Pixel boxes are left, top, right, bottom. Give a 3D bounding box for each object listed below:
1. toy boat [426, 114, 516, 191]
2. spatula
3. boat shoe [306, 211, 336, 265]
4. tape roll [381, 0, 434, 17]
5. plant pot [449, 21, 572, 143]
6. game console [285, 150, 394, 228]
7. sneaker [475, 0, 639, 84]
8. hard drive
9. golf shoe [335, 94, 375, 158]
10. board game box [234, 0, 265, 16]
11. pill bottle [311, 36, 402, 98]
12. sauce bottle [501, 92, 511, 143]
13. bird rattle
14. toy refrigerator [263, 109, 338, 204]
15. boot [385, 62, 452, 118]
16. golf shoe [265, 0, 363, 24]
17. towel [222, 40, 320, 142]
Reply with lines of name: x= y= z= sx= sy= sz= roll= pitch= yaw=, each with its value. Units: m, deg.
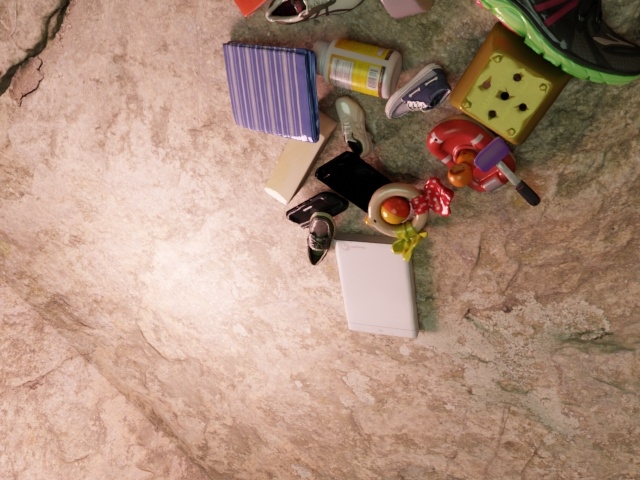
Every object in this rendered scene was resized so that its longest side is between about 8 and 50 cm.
toy boat: x=0.359 y=-0.194 z=1.585 sx=0.231 sy=0.151 sz=0.151 roll=41 pitch=145 yaw=-10
spatula: x=0.462 y=-0.153 z=1.552 sx=0.084 sy=0.030 sz=0.296 roll=-42 pitch=131 yaw=16
boat shoe: x=-0.001 y=0.000 z=1.932 sx=0.080 sy=0.073 sz=0.223 roll=12 pitch=147 yaw=3
tape roll: x=0.179 y=-0.594 z=1.370 sx=0.072 sy=0.219 sz=0.219 roll=-4 pitch=120 yaw=28
plant pot: x=0.416 y=-0.333 z=1.424 sx=0.212 sy=0.187 sz=0.212 roll=33 pitch=118 yaw=4
game console: x=0.031 y=-0.123 z=1.845 sx=0.213 sy=0.044 sz=0.361 roll=33 pitch=141 yaw=-30
sneaker: x=0.491 y=-0.491 z=1.309 sx=0.482 sy=0.185 sz=0.202 roll=34 pitch=123 yaw=-10
hard drive: x=0.177 y=0.143 z=1.998 sx=0.233 sy=0.047 sz=0.353 roll=4 pitch=123 yaw=24
golf shoe: x=0.086 y=-0.299 z=1.711 sx=0.069 sy=0.086 sz=0.176 roll=-17 pitch=112 yaw=36
board game box: x=-0.182 y=-0.745 z=1.546 sx=0.242 sy=0.064 sz=0.316 roll=-25 pitch=109 yaw=37
pill bottle: x=0.086 y=-0.433 z=1.595 sx=0.215 sy=0.117 sz=0.117 roll=18 pitch=128 yaw=14
sauce bottle: x=0.452 y=-0.299 z=1.557 sx=0.042 sy=0.042 sz=0.128 roll=-1 pitch=117 yaw=27
bird rattle: x=0.234 y=-0.075 z=1.736 sx=0.206 sy=0.143 sz=0.253 roll=20 pitch=133 yaw=-5
toy refrigerator: x=-0.062 y=-0.237 z=1.816 sx=0.094 sy=0.102 sz=0.269 roll=35 pitch=131 yaw=1
boot: x=0.238 y=-0.345 z=1.590 sx=0.190 sy=0.069 sz=0.086 roll=-44 pitch=55 yaw=40
golf shoe: x=-0.004 y=-0.576 z=1.542 sx=0.272 sy=0.120 sz=0.105 roll=-11 pitch=115 yaw=30
towel: x=-0.129 y=-0.398 z=1.701 sx=0.336 sy=0.040 sz=0.243 roll=20 pitch=126 yaw=40
